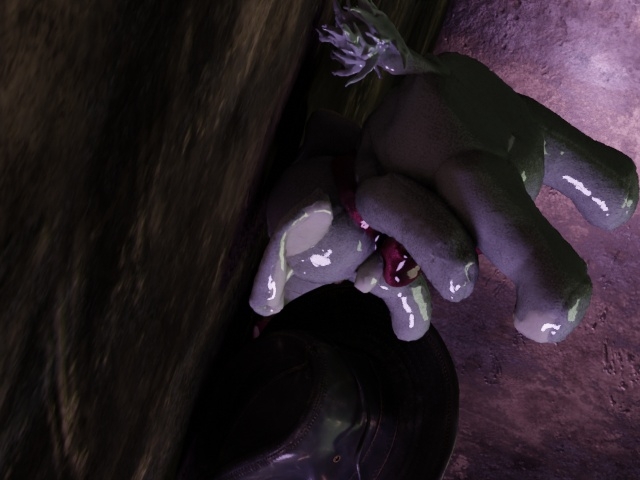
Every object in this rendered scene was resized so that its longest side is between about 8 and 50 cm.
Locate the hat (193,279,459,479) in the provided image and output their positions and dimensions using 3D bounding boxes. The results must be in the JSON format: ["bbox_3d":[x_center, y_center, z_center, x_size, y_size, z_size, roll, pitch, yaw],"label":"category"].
[{"bbox_3d":[-0.033,0.184,1.432,0.134,0.331,0.331,21,90,-46],"label":"hat"}]

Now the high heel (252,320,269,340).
[{"bbox_3d":[-0.055,0.272,1.560,0.127,0.181,0.377,-41,-157,56],"label":"high heel"}]

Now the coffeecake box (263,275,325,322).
[{"bbox_3d":[0.000,0.000,1.630,0.185,0.068,0.142,104,6,-58],"label":"coffeecake box"}]

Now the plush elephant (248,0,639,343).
[{"bbox_3d":[0.068,-0.022,1.305,0.255,0.330,0.272,-44,-170,35],"label":"plush elephant"}]
